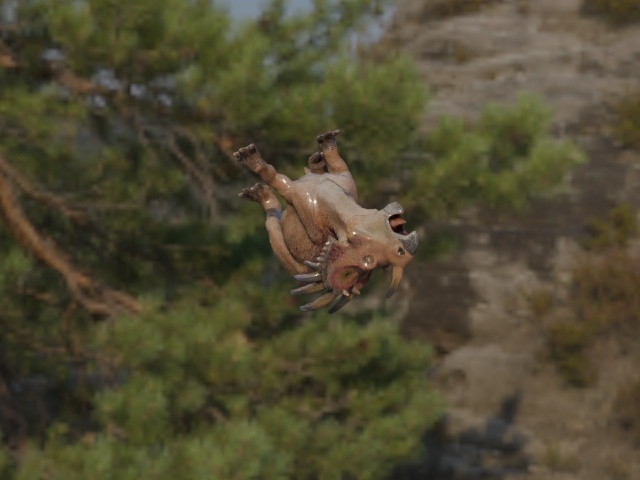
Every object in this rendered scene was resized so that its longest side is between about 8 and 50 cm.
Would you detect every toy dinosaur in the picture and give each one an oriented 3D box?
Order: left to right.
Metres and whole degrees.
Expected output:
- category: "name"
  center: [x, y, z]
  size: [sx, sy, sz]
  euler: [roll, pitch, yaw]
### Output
- category: "toy dinosaur"
  center: [0.000, 0.000, 1.505]
  size: [0.127, 0.200, 0.296]
  euler: [-21, -12, -10]
